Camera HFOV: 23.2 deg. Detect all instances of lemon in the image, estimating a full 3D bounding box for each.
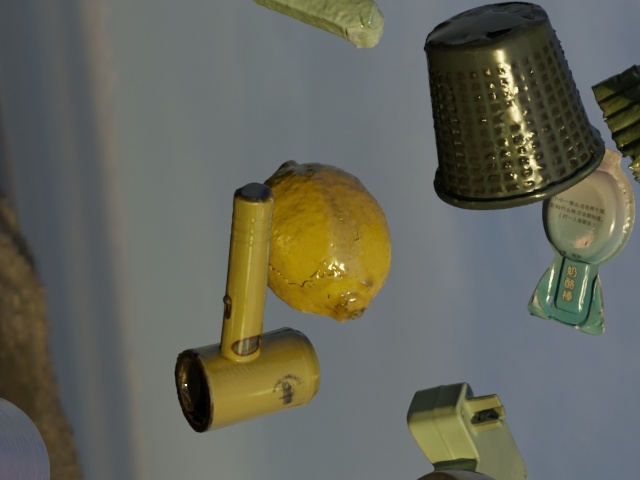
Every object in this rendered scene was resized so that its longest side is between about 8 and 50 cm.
[{"bbox_3d":[0.000,0.000,2.244,0.204,0.204,0.260,101,-34,-63],"label":"lemon"}]

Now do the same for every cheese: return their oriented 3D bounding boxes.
[{"bbox_3d":[0.344,-0.004,2.046,0.135,0.052,0.244,19,-75,37],"label":"cheese"}]

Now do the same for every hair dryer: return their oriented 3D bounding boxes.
[{"bbox_3d":[-0.066,0.066,1.590,0.090,0.135,0.278,48,-39,47],"label":"hair dryer"}]

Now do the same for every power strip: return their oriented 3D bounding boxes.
[{"bbox_3d":[0.252,0.341,2.421,0.261,0.141,0.229,64,28,-22],"label":"power strip"}]

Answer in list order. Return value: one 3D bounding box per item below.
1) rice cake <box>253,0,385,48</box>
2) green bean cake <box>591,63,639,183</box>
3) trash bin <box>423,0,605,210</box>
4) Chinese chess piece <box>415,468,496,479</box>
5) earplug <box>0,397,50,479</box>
[{"bbox_3d":[-0.004,-0.323,2.135,0.063,0.206,0.069,-61,152,-6],"label":"rice cake"},{"bbox_3d":[0.498,-0.156,2.333,0.173,0.094,0.181,41,27,-49],"label":"green bean cake"},{"bbox_3d":[0.176,-0.140,1.500,0.175,0.175,0.161,-116,-171,-65],"label":"trash bin"},{"bbox_3d":[0.174,0.431,2.062,0.257,0.104,0.257,-41,-142,45],"label":"Chinese chess piece"},{"bbox_3d":[-0.434,0.265,1.762,0.456,0.215,0.215,115,-33,-80],"label":"earplug"}]
